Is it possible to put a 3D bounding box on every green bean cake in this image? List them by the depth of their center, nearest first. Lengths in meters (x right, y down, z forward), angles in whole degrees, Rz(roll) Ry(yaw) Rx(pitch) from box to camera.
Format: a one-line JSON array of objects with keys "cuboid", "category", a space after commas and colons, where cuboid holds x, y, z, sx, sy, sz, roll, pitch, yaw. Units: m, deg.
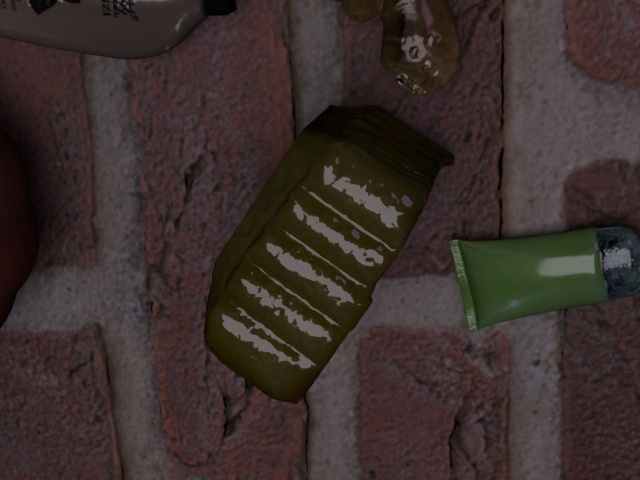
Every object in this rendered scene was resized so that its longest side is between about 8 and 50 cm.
[{"cuboid": [0.000, 0.000, 1.011, 0.124, 0.236, 0.233, 33, 108, 0], "category": "green bean cake"}]

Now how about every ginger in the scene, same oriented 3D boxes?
[{"cuboid": [0.050, -0.292, 0.988, 0.148, 0.081, 0.334, 3, 99, 12], "category": "ginger"}]

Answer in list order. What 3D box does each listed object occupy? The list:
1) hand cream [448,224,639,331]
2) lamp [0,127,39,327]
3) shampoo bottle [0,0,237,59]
[{"cuboid": [0.215, 0.029, 1.089, 0.175, 0.046, 0.095, -9, 107, 18], "category": "hand cream"}, {"cuboid": [-0.415, -0.014, 1.064, 0.305, 0.239, 0.305, 3, 108, 9], "category": "lamp"}, {"cuboid": [-0.201, -0.227, 1.048, 0.257, 0.078, 0.127, 2, 108, 7], "category": "shampoo bottle"}]
